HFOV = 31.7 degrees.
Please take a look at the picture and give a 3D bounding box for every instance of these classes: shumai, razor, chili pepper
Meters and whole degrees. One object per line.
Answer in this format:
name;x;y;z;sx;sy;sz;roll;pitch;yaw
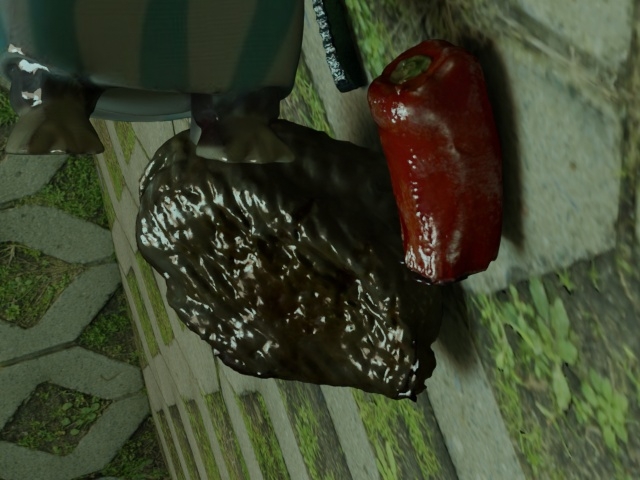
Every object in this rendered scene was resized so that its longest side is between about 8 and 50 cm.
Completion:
shumai;-0.001;-0.004;0.804;0.185;0.218;0.183;-42;-41;-60
razor;-0.005;-0.194;0.769;0.066;0.033;0.190;-14;97;36
chili pepper;0.064;-0.044;0.609;0.070;0.073;0.123;5;122;28

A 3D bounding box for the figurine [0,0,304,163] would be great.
figurine;-0.136;-0.218;0.716;0.378;0.266;0.361;178;92;-72
